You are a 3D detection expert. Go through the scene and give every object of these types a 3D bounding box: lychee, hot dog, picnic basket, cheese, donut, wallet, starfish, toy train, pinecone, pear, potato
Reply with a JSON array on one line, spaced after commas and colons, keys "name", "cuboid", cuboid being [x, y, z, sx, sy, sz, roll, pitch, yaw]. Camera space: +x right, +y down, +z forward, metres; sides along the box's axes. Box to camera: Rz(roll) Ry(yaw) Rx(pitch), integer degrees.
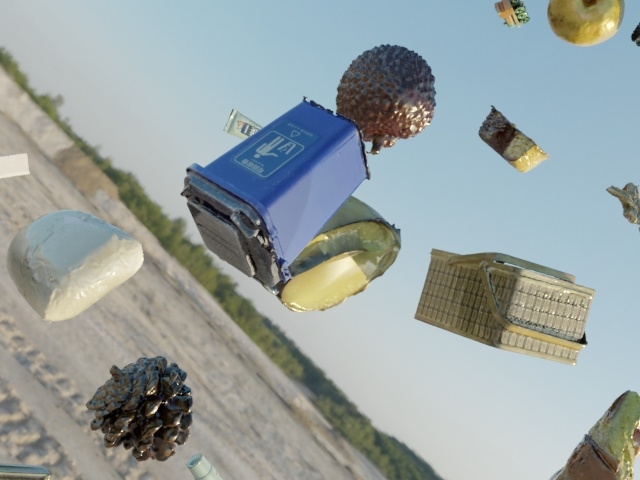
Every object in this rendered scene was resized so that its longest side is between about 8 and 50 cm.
[{"name": "lychee", "cuboid": [0.168, -0.362, 2.104, 0.264, 0.300, 0.264, 12, -7, 1]}, {"name": "hot dog", "cuboid": [0.354, 0.316, 1.046, 0.093, 0.261, 0.123, 38, 11, 21]}, {"name": "picnic basket", "cuboid": [0.372, 0.122, 1.636, 0.228, 0.175, 0.313, 15, -1, -25]}, {"name": "cheese", "cuboid": [-0.421, 0.036, 1.354, 0.189, 0.198, 0.154, 38, -34, 22]}, {"name": "donut", "cuboid": [0.498, -0.239, 2.070, 0.141, 0.085, 0.217, 34, 15, -32]}, {"name": "wallet", "cuboid": [-0.602, -0.146, 1.576, 0.011, 0.044, 0.083, 1, 11, 26]}, {"name": "starfish", "cuboid": [0.666, -0.067, 1.699, 0.150, 0.053, 0.210, 43, 26, 13]}, {"name": "toy train", "cuboid": [0.454, -0.537, 1.909, 0.103, 0.064, 0.044, 27, 46, -61]}, {"name": "pinecone", "cuboid": [-0.404, 0.387, 1.885, 0.257, 0.243, 0.243, 40, -2, -43]}, {"name": "pear", "cuboid": [0.584, -0.510, 1.782, 0.178, 0.178, 0.178, 45, -8, 8]}, {"name": "potato", "cuboid": [0.000, 0.000, 1.653, 0.242, 0.285, 0.242, 57, -9, 14]}]

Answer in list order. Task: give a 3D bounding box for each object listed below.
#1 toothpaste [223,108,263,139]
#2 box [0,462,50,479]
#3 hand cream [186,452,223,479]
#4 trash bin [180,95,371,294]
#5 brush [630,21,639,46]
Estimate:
[{"name": "toothpaste", "cuboid": [-0.126, -0.232, 1.846, 0.205, 0.056, 0.036, 24, -3, -34]}, {"name": "box", "cuboid": [-0.393, 0.322, 1.015, 0.083, 0.079, 0.035, 15, 0, -37]}, {"name": "hand cream", "cuboid": [-0.249, 0.701, 2.145, 0.085, 0.058, 0.331, 9, -47, 60]}, {"name": "trash bin", "cuboid": [-0.052, -0.065, 1.114, 0.162, 0.234, 0.184, 31, -27, 33]}, {"name": "brush", "cuboid": [0.719, -0.495, 1.699, 0.032, 0.193, 0.043, 16, 37, -20]}]
